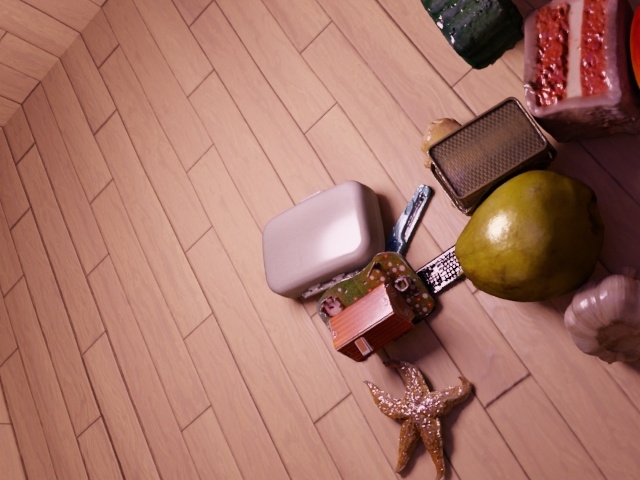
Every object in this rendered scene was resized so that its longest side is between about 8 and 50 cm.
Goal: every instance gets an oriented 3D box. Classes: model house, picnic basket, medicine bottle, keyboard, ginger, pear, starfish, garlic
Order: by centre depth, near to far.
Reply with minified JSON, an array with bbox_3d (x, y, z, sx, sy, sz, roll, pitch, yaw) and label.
[{"bbox_3d":[0.640,0.140,1.606,0.219,0.218,0.212,-11,34,33],"label":"garlic"},{"bbox_3d":[0.456,0.009,1.683,0.375,0.287,0.287,-30,61,31],"label":"pear"},{"bbox_3d":[0.397,-0.192,1.746,0.267,0.139,0.165,-32,67,8],"label":"picnic basket"},{"bbox_3d":[0.231,0.439,1.857,0.299,0.060,0.302,-9,72,31],"label":"starfish"},{"bbox_3d":[0.368,-0.166,1.895,0.190,0.126,0.353,-26,66,23],"label":"ginger"},{"bbox_3d":[0.117,0.182,1.906,0.294,0.154,0.207,-37,88,23],"label":"model house"},{"bbox_3d":[0.335,0.063,1.912,0.230,0.025,0.093,-37,56,21],"label":"keyboard"},{"bbox_3d":[0.000,0.000,2.092,0.375,0.123,0.282,-26,57,32],"label":"medicine bottle"}]

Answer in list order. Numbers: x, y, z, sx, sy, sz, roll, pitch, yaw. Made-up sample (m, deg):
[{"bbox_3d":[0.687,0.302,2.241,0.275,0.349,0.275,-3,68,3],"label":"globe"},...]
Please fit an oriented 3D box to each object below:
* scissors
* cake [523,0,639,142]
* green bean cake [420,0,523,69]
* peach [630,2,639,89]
[{"bbox_3d":[0.199,0.027,2.013,0.180,0.032,0.392,30,95,36],"label":"scissors"},{"bbox_3d":[0.610,-0.399,1.728,0.237,0.230,0.308,-5,73,32],"label":"cake"},{"bbox_3d":[0.390,-0.559,1.873,0.169,0.308,0.300,-37,57,19],"label":"green bean cake"},{"bbox_3d":[0.802,-0.402,1.560,0.306,0.242,0.380,16,77,19],"label":"peach"}]
